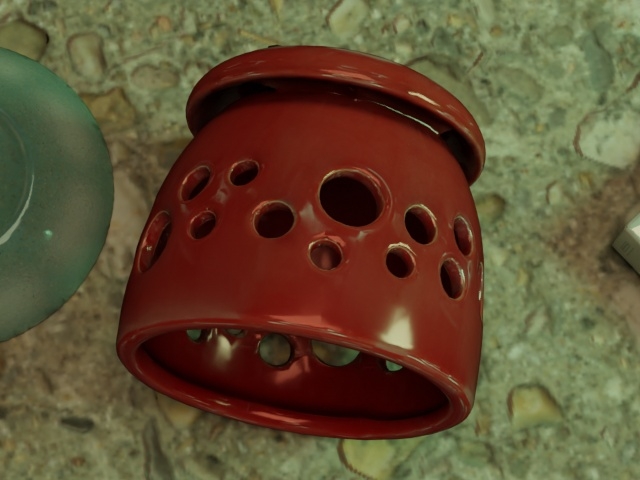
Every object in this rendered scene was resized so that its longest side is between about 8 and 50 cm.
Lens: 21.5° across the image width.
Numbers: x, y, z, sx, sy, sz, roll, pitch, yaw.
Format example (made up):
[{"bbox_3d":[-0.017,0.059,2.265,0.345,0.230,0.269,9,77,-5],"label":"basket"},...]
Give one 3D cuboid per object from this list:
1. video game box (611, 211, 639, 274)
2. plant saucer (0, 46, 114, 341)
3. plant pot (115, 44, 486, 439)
[{"bbox_3d":[0.310,0.002,0.999,0.205,0.048,0.187,-39,78,-13],"label":"video game box"},{"bbox_3d":[-0.219,-0.033,0.981,0.195,0.037,0.195,1,74,-3],"label":"plant saucer"},{"bbox_3d":[0.000,0.000,0.907,0.191,0.191,0.174,12,70,0],"label":"plant pot"}]
